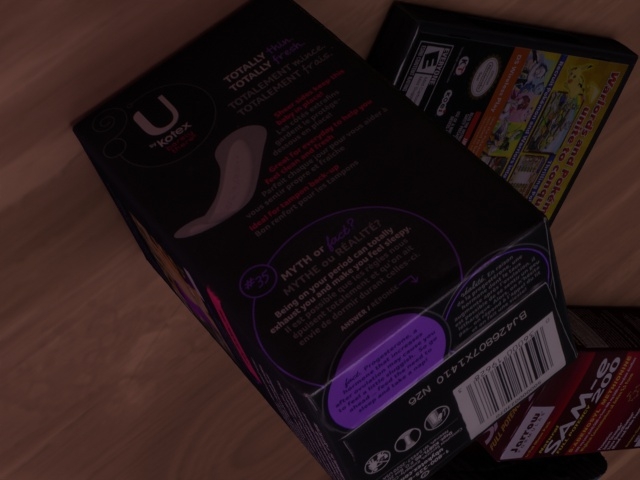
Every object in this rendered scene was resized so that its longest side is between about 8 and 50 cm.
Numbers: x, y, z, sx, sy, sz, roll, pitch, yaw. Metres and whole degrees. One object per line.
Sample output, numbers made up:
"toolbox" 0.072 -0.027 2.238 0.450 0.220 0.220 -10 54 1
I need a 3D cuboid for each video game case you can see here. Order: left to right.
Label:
"video game case" 0.098 -0.040 1.100 0.248 0.035 0.275 1 123 -42

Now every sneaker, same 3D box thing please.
"sneaker" 0.142 0.271 1.360 0.319 0.112 0.131 -4 124 -38

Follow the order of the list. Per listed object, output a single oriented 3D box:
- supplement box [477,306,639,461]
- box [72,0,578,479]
"supplement box" 0.253 0.134 1.364 0.239 0.073 0.130 3 123 -42
"box" 0.000 0.000 0.858 0.165 0.270 0.143 -36 141 -10
